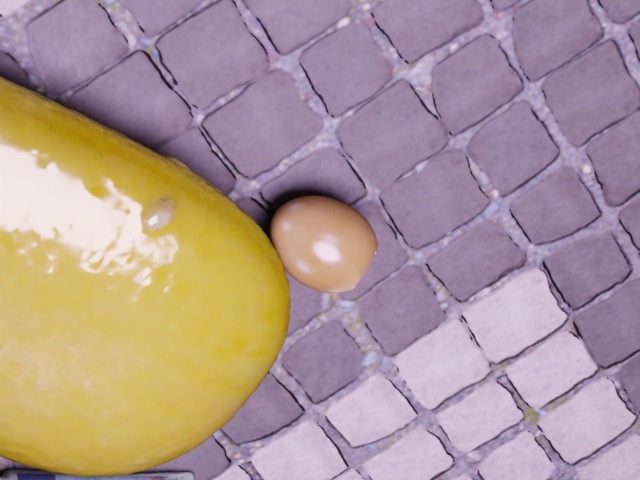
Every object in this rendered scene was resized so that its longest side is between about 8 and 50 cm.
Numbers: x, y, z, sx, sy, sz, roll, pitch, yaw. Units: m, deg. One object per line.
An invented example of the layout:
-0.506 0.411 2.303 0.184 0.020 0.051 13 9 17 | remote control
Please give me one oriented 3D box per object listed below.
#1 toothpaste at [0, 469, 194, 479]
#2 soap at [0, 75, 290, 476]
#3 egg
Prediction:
-0.219 0.231 1.755 0.216 0.037 0.062 8 117 -29 | toothpaste
-0.223 0.041 1.583 0.427 0.115 0.306 34 102 -33 | soap
0.000 0.000 1.655 0.096 0.080 0.080 38 104 -20 | egg
